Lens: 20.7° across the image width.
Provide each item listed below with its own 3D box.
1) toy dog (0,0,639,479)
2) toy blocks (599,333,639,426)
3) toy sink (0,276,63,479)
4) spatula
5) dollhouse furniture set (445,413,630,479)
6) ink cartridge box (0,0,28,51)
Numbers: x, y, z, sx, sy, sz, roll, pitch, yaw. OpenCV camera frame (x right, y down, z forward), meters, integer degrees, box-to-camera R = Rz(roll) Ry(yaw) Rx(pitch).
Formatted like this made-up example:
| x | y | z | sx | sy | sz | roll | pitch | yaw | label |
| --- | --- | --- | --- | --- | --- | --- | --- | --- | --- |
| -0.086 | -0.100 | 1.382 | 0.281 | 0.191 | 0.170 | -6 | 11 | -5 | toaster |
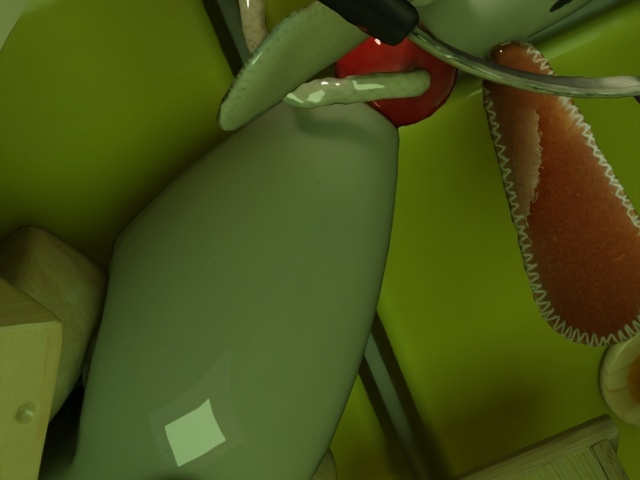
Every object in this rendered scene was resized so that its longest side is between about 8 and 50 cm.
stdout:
| x | y | z | sx | sy | sz | roll | pitch | yaw | label |
| --- | --- | --- | --- | --- | --- | --- | --- | --- | --- |
| 0.000 | 0.000 | 0.586 | 0.220 | 0.161 | 0.333 | 13 | 107 | -21 | toy dog |
| 0.189 | 0.094 | 0.687 | 0.123 | 0.148 | 0.054 | 24 | 104 | -23 | toy blocks |
| -0.204 | 0.052 | 0.551 | 0.131 | 0.234 | 0.152 | -7 | 116 | -46 | toy sink |
| 0.048 | -0.058 | 0.508 | 0.296 | 0.084 | 0.030 | 28 | 101 | -18 | spatula |
| 0.101 | 0.205 | 0.719 | 0.212 | 0.161 | 0.242 | -21 | 151 | -7 | dollhouse furniture set |
| -0.209 | -0.107 | 0.391 | 0.131 | 0.306 | 0.226 | 11 | 111 | -59 | ink cartridge box |
